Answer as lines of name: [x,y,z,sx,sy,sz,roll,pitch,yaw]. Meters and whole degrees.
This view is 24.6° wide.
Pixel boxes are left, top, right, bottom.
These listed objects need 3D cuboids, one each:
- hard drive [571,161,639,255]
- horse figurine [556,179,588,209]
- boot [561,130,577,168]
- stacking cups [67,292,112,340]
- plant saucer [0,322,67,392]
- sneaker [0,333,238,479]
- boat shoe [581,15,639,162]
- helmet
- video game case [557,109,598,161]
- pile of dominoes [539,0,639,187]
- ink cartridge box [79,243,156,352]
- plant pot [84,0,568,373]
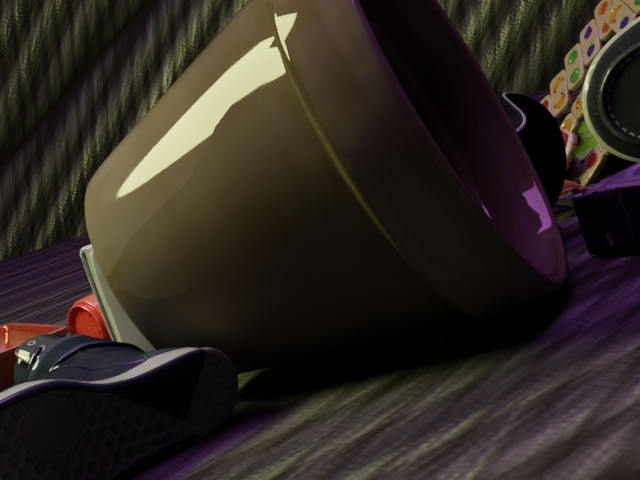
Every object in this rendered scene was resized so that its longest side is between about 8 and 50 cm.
hard drive: [0.381,-0.060,1.105,0.236,0.064,0.339,-22,8,-25]
horse figurine: [0.153,-0.045,1.554,0.174,0.066,0.263,-4,-5,-18]
boot: [0.212,-0.096,1.574,0.084,0.059,0.158,21,-10,-19]
stacking cups: [-0.148,0.044,1.649,0.316,0.096,0.096,-28,11,-40]
plant saucer: [-0.420,0.157,1.605,0.258,0.048,0.259,-21,8,-25]
sneaker: [-0.191,0.120,1.012,0.163,0.086,0.226,2,9,42]
boat shoe: [0.460,-0.171,1.315,0.500,0.187,0.156,-8,5,32]
helmet: [0.141,-0.057,1.329,0.169,0.169,0.161,-17,21,10]
video game case: [0.323,-0.135,1.778,0.244,0.061,0.269,-24,2,37]
pile of dominoes: [0.294,-0.189,1.556,0.040,0.251,0.196,22,21,-21]
ink cartridge box: [-0.098,0.024,1.392,0.201,0.117,0.278,-20,1,-1]
plant pot: [-0.012,-0.041,1.115,0.280,0.323,0.323,-30,2,19]
